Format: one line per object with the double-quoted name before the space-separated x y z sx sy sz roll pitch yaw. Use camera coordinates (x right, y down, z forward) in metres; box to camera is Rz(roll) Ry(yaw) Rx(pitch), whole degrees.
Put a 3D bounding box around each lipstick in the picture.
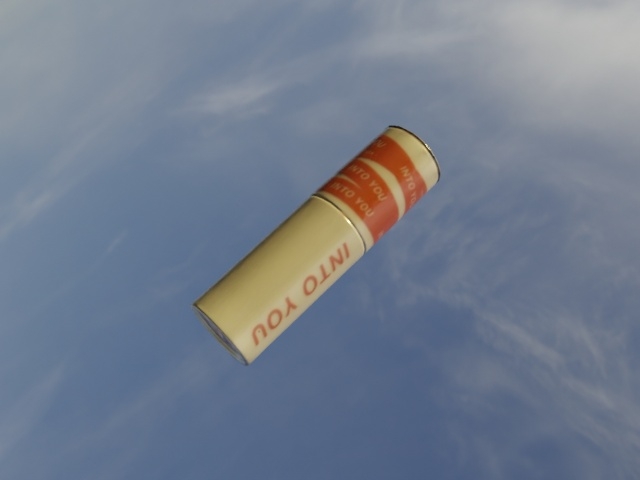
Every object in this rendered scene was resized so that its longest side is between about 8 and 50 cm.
"lipstick" 0.000 0.000 0.331 0.131 0.038 0.038 -44 -144 -17
